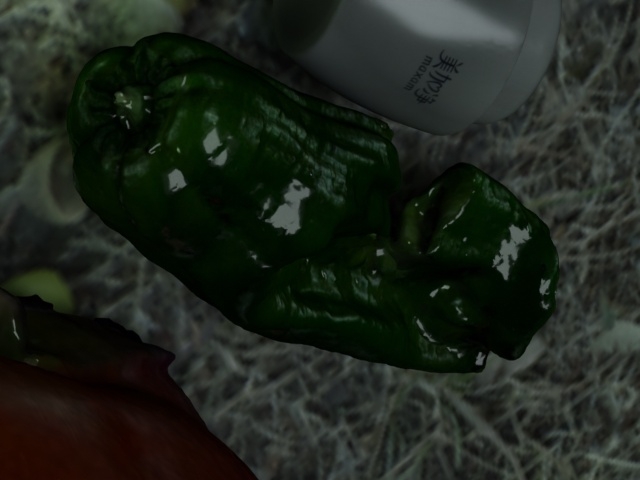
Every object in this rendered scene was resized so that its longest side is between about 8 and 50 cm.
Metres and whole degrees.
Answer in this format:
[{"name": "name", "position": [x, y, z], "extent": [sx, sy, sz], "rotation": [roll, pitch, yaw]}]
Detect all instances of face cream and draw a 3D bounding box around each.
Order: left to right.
[{"name": "face cream", "position": [0.037, -0.090, 0.724], "extent": [0.095, 0.091, 0.091], "rotation": [13, 99, -28]}]

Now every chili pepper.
[{"name": "chili pepper", "position": [0.001, -0.001, 0.734], "extent": [0.099, 0.083, 0.253], "rotation": [-39, 142, 23]}]

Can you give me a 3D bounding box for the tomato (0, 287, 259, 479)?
[{"name": "tomato", "position": [-0.131, 0.170, 0.628], "extent": [0.335, 0.176, 0.289], "rotation": [18, 98, -49]}]
